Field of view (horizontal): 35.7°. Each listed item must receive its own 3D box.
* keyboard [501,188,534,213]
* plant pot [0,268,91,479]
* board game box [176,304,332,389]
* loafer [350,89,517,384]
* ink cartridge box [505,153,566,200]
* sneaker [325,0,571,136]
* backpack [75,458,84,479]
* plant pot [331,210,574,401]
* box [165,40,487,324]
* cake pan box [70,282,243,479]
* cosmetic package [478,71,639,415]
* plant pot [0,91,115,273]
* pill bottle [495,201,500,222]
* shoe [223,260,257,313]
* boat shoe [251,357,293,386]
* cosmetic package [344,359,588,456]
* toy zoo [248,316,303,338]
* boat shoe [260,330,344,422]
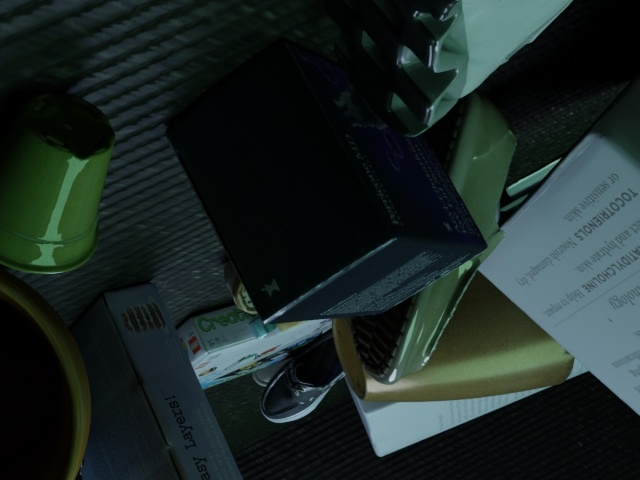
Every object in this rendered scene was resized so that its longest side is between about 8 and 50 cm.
[{"bbox_3d":[0.313,-0.039,1.385,0.192,0.038,0.100,-28,147,11],"label":"keyboard"},{"bbox_3d":[-0.252,0.108,0.671,0.205,0.205,0.188,-27,-178,-5],"label":"plant pot"},{"bbox_3d":[-0.088,0.127,1.301,0.305,0.053,0.193,-14,161,-45],"label":"board game box"},{"bbox_3d":[0.103,0.001,0.846,0.092,0.102,0.268,9,107,-29],"label":"loafer"},{"bbox_3d":[0.437,-0.103,1.494,0.308,0.091,0.385,-30,149,11],"label":"ink cartridge box"},{"bbox_3d":[0.086,-0.169,0.466,0.146,0.122,0.330,-35,173,-9],"label":"sneaker"},{"bbox_3d":[-0.288,0.159,0.892,0.115,0.151,0.182,-17,176,-19],"label":"backpack"},{"bbox_3d":[0.152,0.111,1.273,0.254,0.237,0.237,-17,164,-13],"label":"plant pot"},{"bbox_3d":[0.013,-0.033,0.707,0.108,0.153,0.207,-34,166,20],"label":"box"},{"bbox_3d":[-0.188,0.212,0.972,0.070,0.266,0.246,-12,157,-41],"label":"cake pan box"},{"bbox_3d":[0.426,-0.006,0.925,0.329,0.394,0.327,-46,173,-22],"label":"cosmetic package"},{"bbox_3d":[-0.151,-0.037,0.556,0.083,0.083,0.079,-14,149,-45],"label":"plant pot"},{"bbox_3d":[0.064,-0.021,0.945,0.194,0.108,0.108,-22,165,-21],"label":"pill bottle"},{"bbox_3d":[0.000,0.000,1.020,0.219,0.076,0.058,-26,-152,-14],"label":"shoe"},{"bbox_3d":[-0.022,0.184,1.593,0.206,0.075,0.065,-26,164,-26],"label":"boat shoe"},{"bbox_3d":[0.258,0.150,1.526,0.453,0.161,0.230,-22,151,-3],"label":"cosmetic package"},{"bbox_3d":[0.043,0.040,1.147,0.293,0.030,0.192,-29,179,-29],"label":"toy zoo"},{"bbox_3d":[-0.010,0.185,1.389,0.228,0.080,0.076,-34,160,25],"label":"boat shoe"}]
